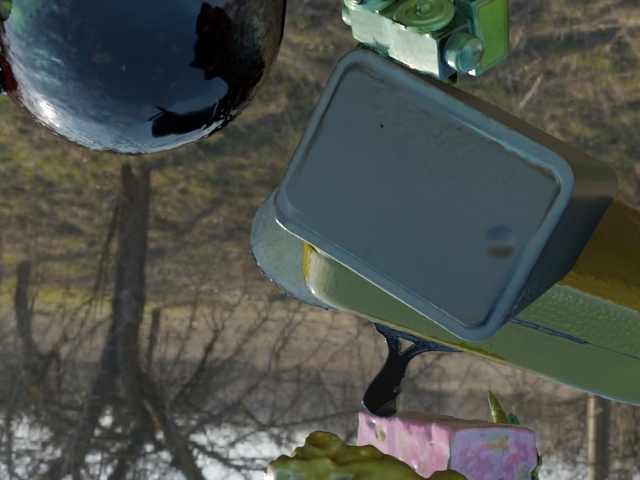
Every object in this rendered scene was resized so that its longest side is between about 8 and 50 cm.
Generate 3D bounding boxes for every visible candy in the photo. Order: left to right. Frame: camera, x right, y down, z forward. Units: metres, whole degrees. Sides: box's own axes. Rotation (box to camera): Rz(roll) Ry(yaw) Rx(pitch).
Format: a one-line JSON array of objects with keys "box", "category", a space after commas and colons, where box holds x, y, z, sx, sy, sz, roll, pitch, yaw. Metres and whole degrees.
[{"box": [0.177, 0.318, 1.270, 0.155, 0.116, 0.265, 4, 173, -28], "category": "candy"}]

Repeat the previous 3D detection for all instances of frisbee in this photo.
[{"box": [0.136, 0.151, 1.230, 0.187, 0.211, 0.012, -4, -170, 5], "category": "frisbee"}]

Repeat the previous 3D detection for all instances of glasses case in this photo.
[{"box": [0.173, 0.013, 0.804, 0.371, 0.141, 0.173, 18, -146, 12], "category": "glasses case"}]

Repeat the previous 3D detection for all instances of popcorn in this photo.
[{"box": [0.065, 0.352, 1.047, 0.285, 0.174, 0.225, 9, 147, 13], "category": "popcorn"}]

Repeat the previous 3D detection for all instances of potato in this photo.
[{"box": [0.000, 0.000, 1.337, 0.202, 0.182, 0.117, 31, -168, 6], "category": "potato"}]

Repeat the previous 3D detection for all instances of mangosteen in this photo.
[{"box": [-0.163, -0.196, 0.643, 0.288, 0.288, 0.288, 5, 170, 1], "category": "mangosteen"}]

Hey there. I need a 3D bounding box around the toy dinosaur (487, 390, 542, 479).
[{"box": [0.393, 0.413, 1.789, 0.094, 0.259, 0.153, -24, 145, 7], "category": "toy dinosaur"}]

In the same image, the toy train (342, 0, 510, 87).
[{"box": [0.155, -0.331, 1.298, 0.271, 0.188, 0.159, 37, 152, 41], "category": "toy train"}]

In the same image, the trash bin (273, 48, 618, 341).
[{"box": [0.108, -0.034, 0.605, 0.164, 0.122, 0.240, 33, -162, 22], "category": "trash bin"}]
